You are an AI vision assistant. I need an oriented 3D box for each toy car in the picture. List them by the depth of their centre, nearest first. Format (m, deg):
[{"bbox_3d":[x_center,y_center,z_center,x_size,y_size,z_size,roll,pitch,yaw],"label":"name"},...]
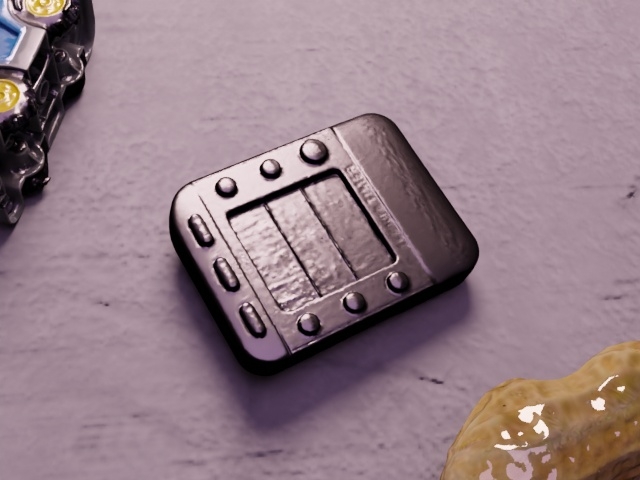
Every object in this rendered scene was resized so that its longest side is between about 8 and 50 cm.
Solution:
[{"bbox_3d":[-0.226,-0.109,0.711,0.100,0.097,0.191,15,61,2],"label":"toy car"}]

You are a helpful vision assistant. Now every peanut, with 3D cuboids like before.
[{"bbox_3d":[0.155,0.123,0.644,0.194,0.083,0.093,-26,33,-24],"label":"peanut"}]

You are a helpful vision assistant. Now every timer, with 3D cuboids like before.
[{"bbox_3d":[0.000,0.000,0.708,0.187,0.055,0.144,-23,69,-22],"label":"timer"}]
